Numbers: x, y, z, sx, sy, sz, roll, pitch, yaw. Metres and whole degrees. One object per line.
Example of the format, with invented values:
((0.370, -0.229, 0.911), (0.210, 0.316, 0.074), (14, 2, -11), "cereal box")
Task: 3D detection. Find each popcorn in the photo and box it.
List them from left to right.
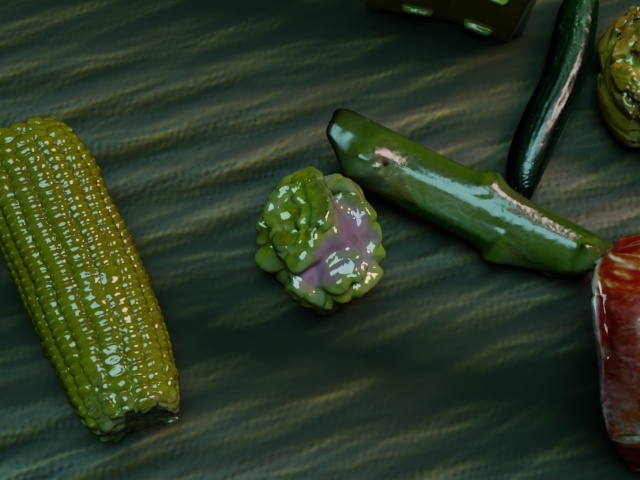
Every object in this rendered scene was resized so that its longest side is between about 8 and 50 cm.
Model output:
((0.000, 0.000, 1.192), (0.126, 0.126, 0.145), (-30, 78, -17), "popcorn")

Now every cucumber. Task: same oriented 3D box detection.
((0.257, -0.165, 1.287), (0.056, 0.056, 0.284), (18, 71, 7), "cucumber")

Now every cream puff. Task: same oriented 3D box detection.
((0.385, -0.184, 1.254), (0.189, 0.129, 0.189), (1, 72, -2), "cream puff")

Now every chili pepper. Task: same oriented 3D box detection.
((0.411, 0.116, 1.118), (0.306, 0.229, 0.251), (4, 108, 15), "chili pepper")

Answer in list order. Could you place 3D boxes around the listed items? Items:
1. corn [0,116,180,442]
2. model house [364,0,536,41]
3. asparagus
((-0.241, 0.037, 1.176), (0.131, 0.131, 0.344), (-23, 73, -8), "corn")
((0.167, -0.403, 1.258), (0.340, 0.300, 0.323), (-39, 84, -7), "model house")
((0.158, -0.035, 1.223), (0.343, 0.085, 0.082), (26, 30, 2), "asparagus")
